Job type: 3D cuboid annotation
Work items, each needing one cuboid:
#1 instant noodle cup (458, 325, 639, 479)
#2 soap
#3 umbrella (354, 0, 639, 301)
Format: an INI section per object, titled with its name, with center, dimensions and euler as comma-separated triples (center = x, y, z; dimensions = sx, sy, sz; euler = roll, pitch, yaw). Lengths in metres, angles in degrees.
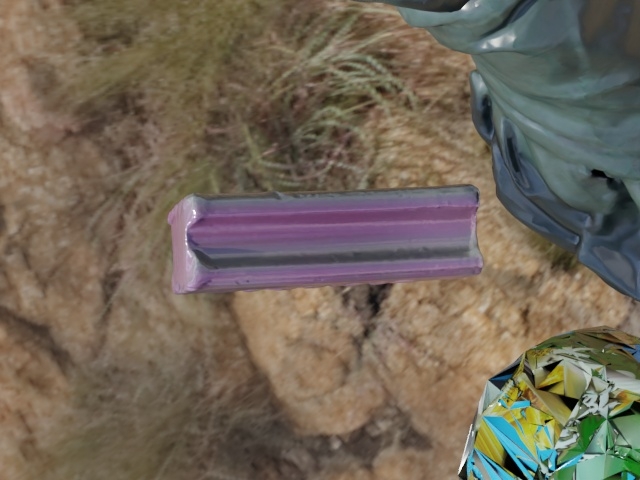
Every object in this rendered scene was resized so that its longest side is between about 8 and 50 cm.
[instant noodle cup]
center = 0.218, 0.171, 0.857
dimensions = 0.178, 0.240, 0.240
euler = 33, 121, 58
[soap]
center = 0.000, 0.000, 0.874
dimensions = 0.203, 0.122, 0.065
euler = -3, 87, -11
[umbrella]
center = 0.088, -0.054, 0.430
dimensions = 0.094, 0.349, 0.143
euler = -29, 49, 27
